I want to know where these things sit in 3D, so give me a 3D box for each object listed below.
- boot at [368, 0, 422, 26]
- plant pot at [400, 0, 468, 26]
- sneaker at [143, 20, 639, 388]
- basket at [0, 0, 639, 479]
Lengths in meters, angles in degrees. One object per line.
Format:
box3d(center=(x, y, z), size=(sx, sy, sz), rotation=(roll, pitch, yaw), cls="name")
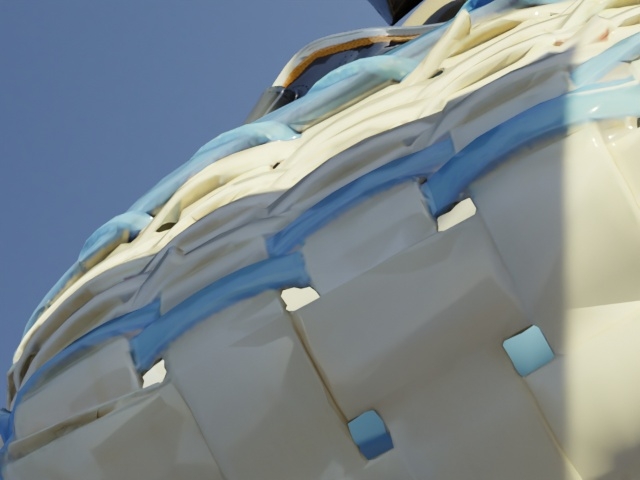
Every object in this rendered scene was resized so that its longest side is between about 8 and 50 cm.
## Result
box3d(center=(-0.063, -0.354, 1.558), size=(0.146, 0.445, 0.367), rotation=(-50, 2, -10), cls="boot")
box3d(center=(0.150, -0.112, 1.658), size=(0.284, 0.191, 0.284), rotation=(25, -119, -58), cls="plant pot")
box3d(center=(0.000, 0.000, 0.869), size=(0.321, 0.127, 0.126), rotation=(-32, -28, -16), cls="sneaker")
box3d(center=(0.048, 0.048, 0.474), size=(0.201, 0.254, 0.289), rotation=(61, -172, -5), cls="basket")
